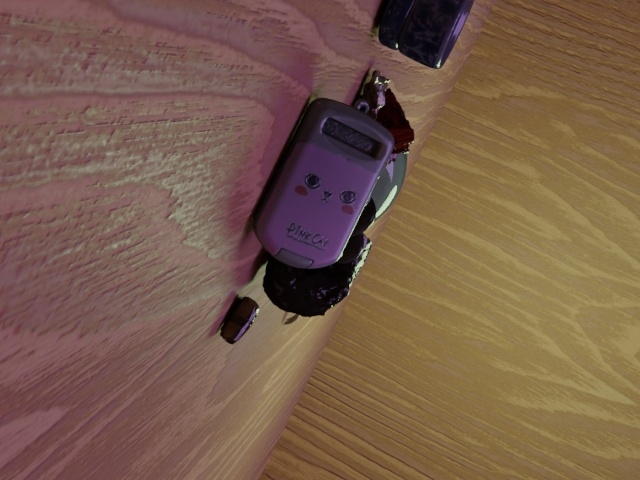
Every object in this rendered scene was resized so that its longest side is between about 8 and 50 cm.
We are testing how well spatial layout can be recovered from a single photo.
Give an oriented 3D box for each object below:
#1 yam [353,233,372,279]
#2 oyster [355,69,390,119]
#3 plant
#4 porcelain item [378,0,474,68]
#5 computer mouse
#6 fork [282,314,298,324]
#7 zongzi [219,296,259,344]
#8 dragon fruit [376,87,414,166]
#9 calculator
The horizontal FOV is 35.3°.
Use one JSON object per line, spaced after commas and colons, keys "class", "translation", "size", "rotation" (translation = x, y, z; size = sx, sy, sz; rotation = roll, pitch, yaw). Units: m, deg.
{"class": "yam", "translation": [0.045, 0.048, 2.289], "size": [0.183, 0.107, 0.107], "rotation": [-60, 173, 2]}
{"class": "oyster", "translation": [0.079, -0.213, 1.703], "size": [0.103, 0.051, 0.148], "rotation": [-12, 113, -78]}
{"class": "plant", "translation": [0.002, 0.001, 1.539], "size": [0.274, 0.146, 0.149], "rotation": [109, -18, -53]}
{"class": "porcelain item", "translation": [0.160, -0.346, 1.527], "size": [0.147, 0.114, 0.147], "rotation": [-63, 174, -13]}
{"class": "computer mouse", "translation": [0.143, -0.152, 2.259], "size": [0.159, 0.097, 0.288], "rotation": [-51, 167, -51]}
{"class": "fork", "translation": [-0.032, 0.102, 2.190], "size": [0.034, 0.028, 0.219], "rotation": [-46, 163, -56]}
{"class": "zongzi", "translation": [-0.128, 0.122, 1.552], "size": [0.076, 0.040, 0.083], "rotation": [-55, -170, -8]}
{"class": "dragon fruit", "translation": [0.113, -0.212, 2.016], "size": [0.092, 0.122, 0.192], "rotation": [-21, 168, -9]}
{"class": "calculator", "translation": [0.005, -0.079, 1.361], "size": [0.246, 0.141, 0.045], "rotation": [-63, -151, 5]}
